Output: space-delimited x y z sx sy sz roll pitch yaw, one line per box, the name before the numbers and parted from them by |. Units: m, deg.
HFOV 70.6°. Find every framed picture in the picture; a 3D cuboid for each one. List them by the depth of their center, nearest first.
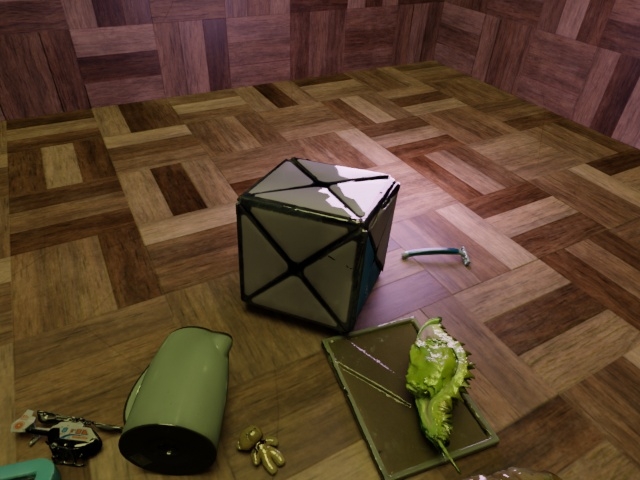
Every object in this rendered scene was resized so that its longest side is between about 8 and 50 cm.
framed picture | 0.171 0.309 0.948 0.248 0.022 0.335 -11 40 -17

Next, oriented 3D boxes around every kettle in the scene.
kettle | -0.279 0.292 0.852 0.221 0.161 0.236 -23 34 17

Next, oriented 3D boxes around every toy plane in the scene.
toy plane | -0.474 0.357 0.828 0.197 0.053 0.078 8 30 5

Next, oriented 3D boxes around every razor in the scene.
razor | 0.329 0.036 1.295 0.191 0.037 0.068 2 39 -2

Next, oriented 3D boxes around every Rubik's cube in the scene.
Rubik's cube | 0.000 0.000 1.102 0.311 0.305 0.307 13 32 17

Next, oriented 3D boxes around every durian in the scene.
durian | 0.237 0.269 0.905 0.132 0.106 0.375 4 33 9

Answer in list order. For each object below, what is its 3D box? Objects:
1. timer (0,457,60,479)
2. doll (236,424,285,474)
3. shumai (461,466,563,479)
timer | -0.539 0.452 0.671 0.232 0.091 0.250 -8 36 -13
doll | -0.109 0.384 0.834 0.093 0.051 0.061 49 50 7
shumai | 0.250 0.457 0.566 0.314 0.266 0.262 -10 40 -11
